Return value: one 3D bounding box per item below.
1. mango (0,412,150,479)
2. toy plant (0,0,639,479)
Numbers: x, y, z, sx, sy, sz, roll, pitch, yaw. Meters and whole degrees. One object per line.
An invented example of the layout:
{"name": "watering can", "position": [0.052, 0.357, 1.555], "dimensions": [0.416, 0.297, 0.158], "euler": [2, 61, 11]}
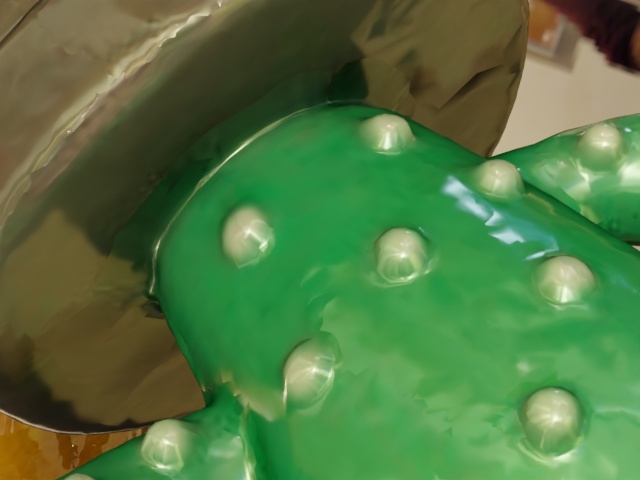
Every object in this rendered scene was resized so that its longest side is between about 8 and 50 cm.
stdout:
{"name": "mango", "position": [-0.156, 0.103, 0.774], "dimensions": [0.201, 0.152, 0.287], "euler": [-65, -18, -59]}
{"name": "toy plant", "position": [-0.010, 0.004, 0.411], "dimensions": [0.279, 0.400, 0.185], "euler": [-17, -34, -43]}
